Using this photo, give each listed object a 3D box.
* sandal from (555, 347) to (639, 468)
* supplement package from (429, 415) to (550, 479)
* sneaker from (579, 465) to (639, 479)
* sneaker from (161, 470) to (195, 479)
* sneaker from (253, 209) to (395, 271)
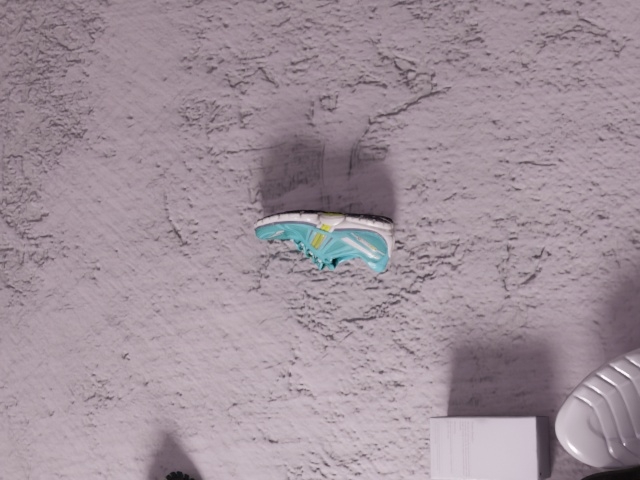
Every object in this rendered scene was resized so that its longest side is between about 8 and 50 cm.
[{"bbox_3d":[0.556,0.215,1.597,0.416,0.102,0.169,-34,85,2],"label":"sandal"},{"bbox_3d":[0.280,0.341,1.685,0.179,0.105,0.105,-4,80,23],"label":"supplement package"},{"bbox_3d":[0.539,0.409,1.516,0.295,0.178,0.124,-19,51,50],"label":"sneaker"},{"bbox_3d":[-0.233,0.574,1.886,0.122,0.110,0.283,-44,64,30],"label":"sneaker"},{"bbox_3d":[0.000,0.000,1.864,0.275,0.107,0.110,6,94,24],"label":"sneaker"}]
